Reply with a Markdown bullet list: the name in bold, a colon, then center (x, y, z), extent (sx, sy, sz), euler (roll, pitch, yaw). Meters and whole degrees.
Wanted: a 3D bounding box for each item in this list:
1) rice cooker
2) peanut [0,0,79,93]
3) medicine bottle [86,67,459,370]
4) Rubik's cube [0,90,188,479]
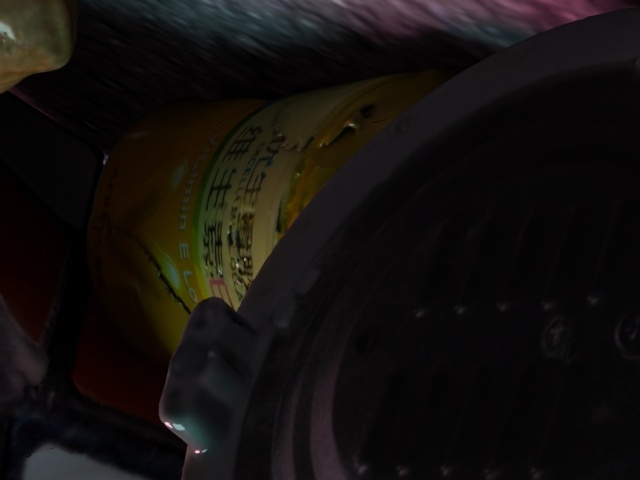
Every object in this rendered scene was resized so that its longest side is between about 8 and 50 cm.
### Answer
- **rice cooker**: center (0.123, 0.096, 0.491), extent (0.316, 0.316, 0.264), euler (30, -155, -31)
- **peanut**: center (-0.169, -0.098, 0.685), extent (0.192, 0.089, 0.089), euler (13, 165, 28)
- **medicine bottle**: center (0.000, 0.000, 0.681), extent (0.124, 0.124, 0.239), euler (28, 167, -23)
- **Rubik's cube**: center (-0.219, 0.105, 0.849), extent (0.305, 0.310, 0.307), euler (54, -169, 29)
